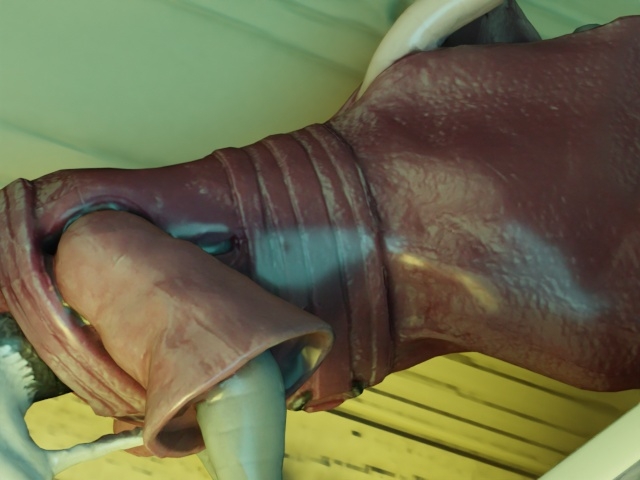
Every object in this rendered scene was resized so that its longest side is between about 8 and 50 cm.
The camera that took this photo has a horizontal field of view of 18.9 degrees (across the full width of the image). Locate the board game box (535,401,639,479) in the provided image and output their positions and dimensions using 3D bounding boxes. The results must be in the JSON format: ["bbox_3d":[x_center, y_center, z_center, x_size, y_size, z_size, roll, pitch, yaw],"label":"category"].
[{"bbox_3d":[0.179,0.061,0.606,0.390,0.390,0.050,-38,72,9],"label":"board game box"}]

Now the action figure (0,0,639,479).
[{"bbox_3d":[0.000,0.000,0.675,0.370,0.248,0.276,-10,89,-17],"label":"action figure"}]
